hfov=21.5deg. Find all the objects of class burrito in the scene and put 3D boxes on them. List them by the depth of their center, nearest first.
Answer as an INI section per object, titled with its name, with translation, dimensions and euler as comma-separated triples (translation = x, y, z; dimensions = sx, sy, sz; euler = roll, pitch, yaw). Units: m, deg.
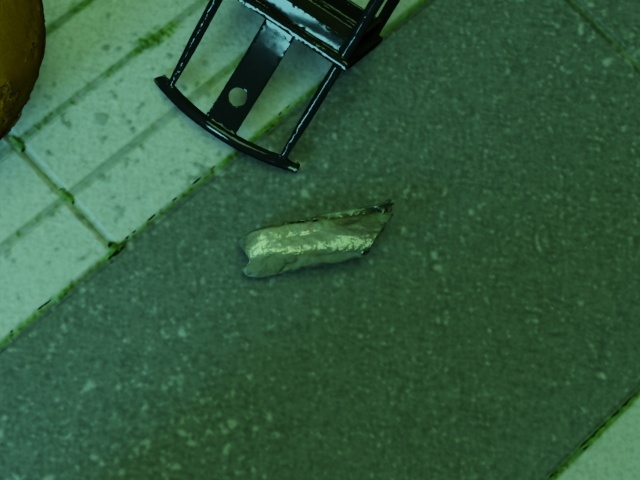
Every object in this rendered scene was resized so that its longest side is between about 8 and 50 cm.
[burrito]
translation = 0.000, 0.000, 1.479
dimensions = 0.149, 0.041, 0.055
euler = -11, 59, -13

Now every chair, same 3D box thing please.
[chair]
translation = -0.013, -0.213, 1.510
dimensions = 0.155, 0.141, 0.260
euler = 34, 113, 4

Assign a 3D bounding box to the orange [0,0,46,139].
[orange]
translation = -0.347, -0.173, 1.393
dimensions = 0.240, 0.240, 0.240
euler = 3, 70, -8
